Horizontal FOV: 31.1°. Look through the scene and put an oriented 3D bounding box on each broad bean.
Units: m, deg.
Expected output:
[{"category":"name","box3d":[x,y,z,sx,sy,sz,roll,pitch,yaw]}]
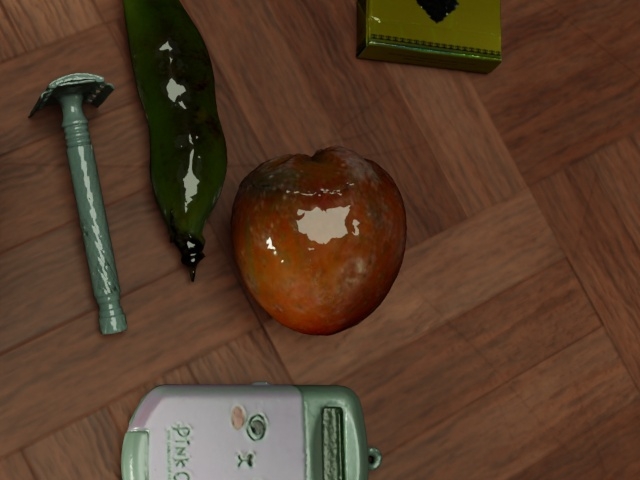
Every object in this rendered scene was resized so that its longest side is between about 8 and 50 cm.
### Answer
[{"category":"broad bean","box3d":[-0.136,-0.131,1.100,0.077,0.061,0.339,-9,79,-7]}]

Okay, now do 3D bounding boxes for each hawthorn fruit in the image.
[{"category":"hawthorn fruit","box3d":[0.000,0.000,1.057,0.172,0.173,0.173,4,76,-16]}]

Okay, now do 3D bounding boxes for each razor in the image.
[{"category":"razor","box3d":[-0.211,-0.029,1.047,0.068,0.106,0.232,-10,89,-19]}]

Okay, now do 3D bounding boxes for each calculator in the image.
[{"category":"calculator","box3d":[-0.059,0.201,1.053,0.246,0.045,0.141,4,76,-17]}]

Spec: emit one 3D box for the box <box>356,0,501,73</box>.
[{"category":"box","box3d":[0.117,-0.323,1.237,0.153,0.041,0.279,5,76,-17]}]
